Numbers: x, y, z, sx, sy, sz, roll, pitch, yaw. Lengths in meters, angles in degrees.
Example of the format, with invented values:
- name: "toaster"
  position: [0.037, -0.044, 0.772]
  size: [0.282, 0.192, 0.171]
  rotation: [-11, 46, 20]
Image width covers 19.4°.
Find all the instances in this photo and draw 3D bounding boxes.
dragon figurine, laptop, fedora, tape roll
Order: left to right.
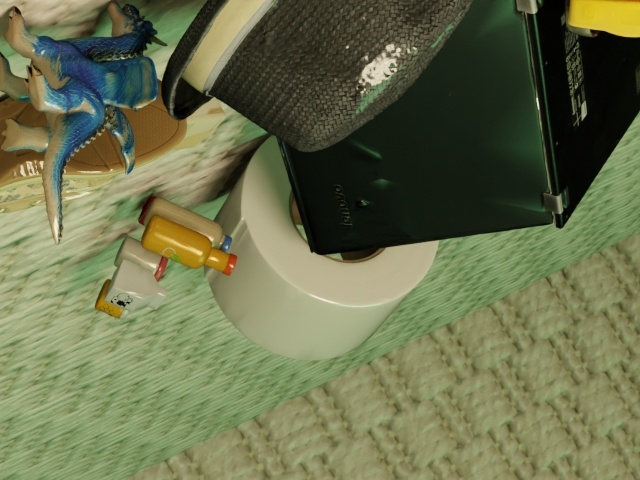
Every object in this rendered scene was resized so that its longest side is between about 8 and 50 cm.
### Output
- name: "dragon figurine"
  position: [-0.178, -0.109, 1.500]
  size: [0.144, 0.289, 0.085]
  rotation: [8, 123, -25]
- name: "tape roll"
  position: [0.000, 0.000, 2.223]
  size: [0.246, 0.246, 0.169]
  rotation: [-24, 165, -28]
- name: "fedora"
  position: [0.024, -0.191, 1.580]
  size: [0.334, 0.152, 0.334]
  rotation: [-46, 177, -3]
- name: "laptop"
  position: [0.161, -0.206, 1.947]
  size: [0.408, 0.236, 0.382]
  rotation: [-53, 149, -27]

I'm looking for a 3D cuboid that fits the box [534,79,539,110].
- name: "box"
  position: [0.287, -0.195, 2.379]
  size: [0.186, 0.038, 0.145]
  rotation: [-18, -165, 1]

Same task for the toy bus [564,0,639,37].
- name: "toy bus"
  position: [0.322, -0.296, 1.752]
  size: [0.149, 0.211, 0.220]
  rotation: [8, -161, 22]

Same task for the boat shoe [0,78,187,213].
- name: "boat shoe"
  position: [-0.259, -0.081, 1.674]
  size: [0.285, 0.104, 0.089]
  rotation: [-14, 166, -23]

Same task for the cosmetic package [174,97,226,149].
- name: "cosmetic package"
  position: [-0.155, -0.119, 1.873]
  size: [0.060, 0.041, 0.115]
  rotation: [-40, 164, 35]

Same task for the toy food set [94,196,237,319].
- name: "toy food set"
  position: [-0.171, 0.026, 2.145]
  size: [0.232, 0.104, 0.111]
  rotation: [-50, -161, 54]

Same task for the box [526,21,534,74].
- name: "box"
  position: [0.228, -0.227, 2.295]
  size: [0.244, 0.060, 0.100]
  rotation: [-25, 166, -25]
